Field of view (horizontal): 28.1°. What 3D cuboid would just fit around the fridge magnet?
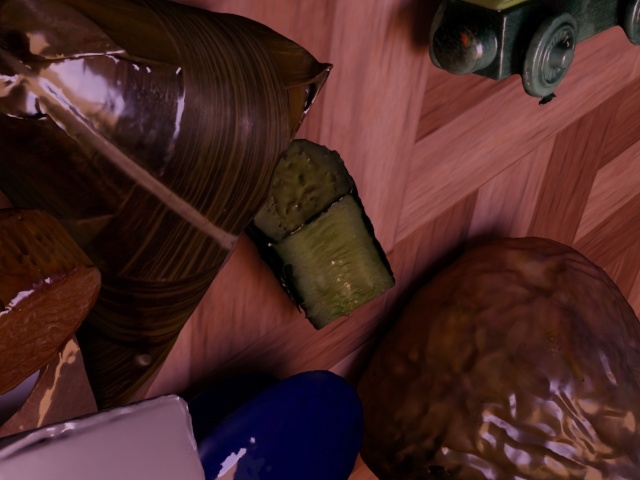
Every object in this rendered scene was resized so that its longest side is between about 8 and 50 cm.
[{"bbox_3d":[-0.069,0.204,0.961,0.265,0.112,0.265,-40,152,-26],"label":"fridge magnet"}]

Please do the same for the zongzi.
[{"bbox_3d":[-0.125,-0.008,0.602,0.247,0.111,0.241,5,111,-59],"label":"zongzi"}]

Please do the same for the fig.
[{"bbox_3d":[0.213,0.177,1.113,0.286,0.368,0.286,-27,137,-29],"label":"fig"}]

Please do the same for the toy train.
[{"bbox_3d":[0.167,-0.198,0.874,0.253,0.105,0.157,-26,130,-41],"label":"toy train"}]

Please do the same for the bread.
[{"bbox_3d":[-0.134,0.024,0.511,0.085,0.053,0.085,-44,165,-15],"label":"bread"}]

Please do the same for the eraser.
[{"bbox_3d":[-0.173,0.137,0.644,0.210,0.068,0.124,-19,178,38],"label":"eraser"}]

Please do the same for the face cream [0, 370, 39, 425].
[{"bbox_3d":[-0.201,-0.015,0.509,0.092,0.092,0.311,-43,152,-17],"label":"face cream"}]

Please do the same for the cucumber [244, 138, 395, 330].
[{"bbox_3d":[-0.003,-0.001,0.889,0.078,0.062,0.211,-32,159,-2],"label":"cucumber"}]

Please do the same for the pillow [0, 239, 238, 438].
[{"bbox_3d":[-0.127,0.062,0.787,0.135,0.034,0.211,14,110,-58],"label":"pillow"}]
